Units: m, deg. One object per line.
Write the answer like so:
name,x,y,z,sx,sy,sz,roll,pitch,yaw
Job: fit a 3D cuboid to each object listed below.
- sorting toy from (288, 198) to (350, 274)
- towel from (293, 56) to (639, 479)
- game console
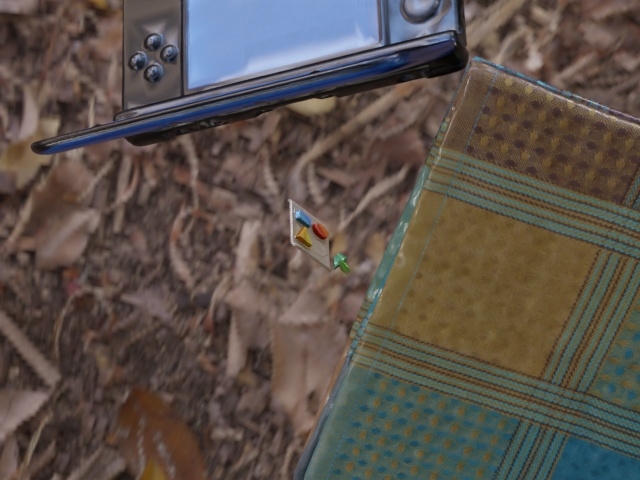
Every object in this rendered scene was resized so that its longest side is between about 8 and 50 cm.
sorting toy,0.000,0.000,1.676,0.083,0.012,0.062,36,33,-38
towel,0.163,0.074,1.240,0.271,0.370,0.040,20,29,-1
game console,-0.053,-0.173,1.312,0.293,0.173,0.250,-11,65,20
